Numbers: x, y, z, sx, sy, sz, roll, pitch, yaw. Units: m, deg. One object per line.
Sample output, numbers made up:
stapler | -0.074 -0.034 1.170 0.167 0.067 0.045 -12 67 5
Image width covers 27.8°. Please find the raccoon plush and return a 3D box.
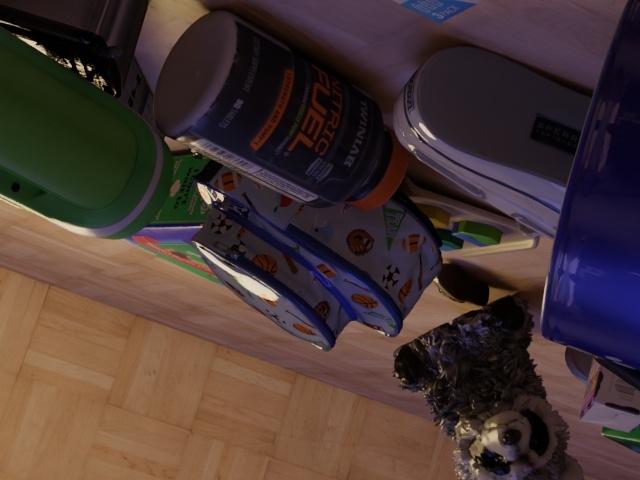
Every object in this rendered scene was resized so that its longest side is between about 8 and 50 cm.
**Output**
raccoon plush | 0.293 0.250 1.967 0.216 0.299 0.446 -29 171 20

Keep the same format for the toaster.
toaster | -0.243 -0.208 1.165 0.185 0.110 0.168 17 168 1

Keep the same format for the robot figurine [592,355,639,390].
robot figurine | 0.366 0.056 1.282 0.278 0.209 0.173 31 179 17

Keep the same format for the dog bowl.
dog bowl | 0.239 -0.042 0.895 0.104 0.265 0.265 16 168 17

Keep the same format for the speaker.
speaker | -0.262 -0.102 1.101 0.131 0.131 0.296 6 163 40

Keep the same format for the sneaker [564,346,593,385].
sneaker | 0.484 0.173 1.903 0.252 0.103 0.111 5 160 21

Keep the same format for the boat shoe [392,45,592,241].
boat shoe | 0.227 -0.048 1.183 0.367 0.136 0.156 22 167 -9

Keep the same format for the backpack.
backpack | 0.000 0.000 1.451 0.263 0.213 0.276 23 171 21

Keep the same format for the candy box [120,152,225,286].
candy box | -0.110 -0.018 1.776 0.268 0.122 0.317 25 163 -32

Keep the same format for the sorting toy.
sorting toy | 0.141 -0.022 1.622 0.208 0.038 0.193 22 166 -22

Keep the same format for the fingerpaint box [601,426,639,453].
fingerpaint box | 0.731 0.316 2.010 0.444 0.163 0.371 4 162 46

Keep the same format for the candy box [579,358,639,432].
candy box | 0.377 0.124 1.575 0.070 0.196 0.165 14 168 9

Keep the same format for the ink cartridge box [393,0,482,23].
ink cartridge box | 0.035 -0.219 0.865 0.181 0.062 0.104 22 166 -19

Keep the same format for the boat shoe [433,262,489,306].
boat shoe | 0.198 0.068 1.908 0.045 0.050 0.135 -1 159 40

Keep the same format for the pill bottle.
pill bottle | -0.029 -0.113 1.249 0.245 0.130 0.130 25 165 -35

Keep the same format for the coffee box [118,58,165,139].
coffee box | -0.274 -0.145 1.501 0.141 0.098 0.246 16 167 8

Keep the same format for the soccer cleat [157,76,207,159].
soccer cleat | -0.144 -0.145 1.444 0.072 0.060 0.179 25 162 7
